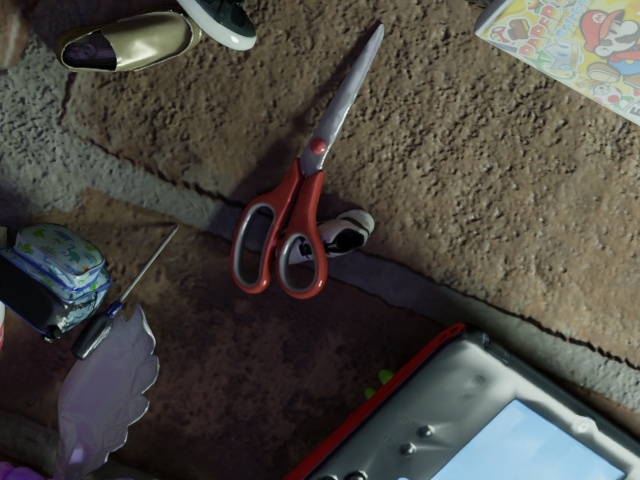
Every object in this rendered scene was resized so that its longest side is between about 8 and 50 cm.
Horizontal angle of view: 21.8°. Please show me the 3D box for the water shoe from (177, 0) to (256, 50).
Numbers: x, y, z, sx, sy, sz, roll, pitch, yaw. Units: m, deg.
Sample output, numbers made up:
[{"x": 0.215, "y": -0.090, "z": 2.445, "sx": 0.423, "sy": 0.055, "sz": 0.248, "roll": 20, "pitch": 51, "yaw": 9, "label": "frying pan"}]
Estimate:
[{"x": -0.113, "y": -0.267, "z": 1.542, "sx": 0.080, "sy": 0.073, "sz": 0.203, "roll": -36, "pitch": 108, "yaw": 15, "label": "water shoe"}]

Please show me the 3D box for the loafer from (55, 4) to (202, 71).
[{"x": -0.185, "y": -0.186, "z": 1.594, "sx": 0.148, "sy": 0.050, "sz": 0.056, "roll": -14, "pitch": 112, "yaw": 10, "label": "loafer"}]

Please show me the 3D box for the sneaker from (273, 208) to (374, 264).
[{"x": 0.000, "y": 0.000, "z": 1.669, "sx": 0.109, "sy": 0.043, "sz": 0.040, "roll": -20, "pitch": 113, "yaw": 14, "label": "sneaker"}]

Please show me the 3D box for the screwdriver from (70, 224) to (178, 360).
[{"x": -0.192, "y": 0.053, "z": 1.674, "sx": 0.170, "sy": 0.024, "sz": 0.025, "roll": -49, "pitch": 121, "yaw": -17, "label": "screwdriver"}]

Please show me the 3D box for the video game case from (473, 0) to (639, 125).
[{"x": 0.283, "y": -0.206, "z": 1.501, "sx": 0.206, "sy": 0.026, "sz": 0.227, "roll": 27, "pitch": 144, "yaw": -14, "label": "video game case"}]

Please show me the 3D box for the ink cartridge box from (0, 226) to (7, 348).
[{"x": -0.375, "y": 0.050, "z": 1.706, "sx": 0.099, "sy": 0.056, "sz": 0.135, "roll": 8, "pitch": 114, "yaw": 0, "label": "ink cartridge box"}]

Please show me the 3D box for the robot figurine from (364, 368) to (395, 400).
[{"x": 0.101, "y": 0.182, "z": 1.729, "sx": 0.115, "sy": 0.067, "sz": 0.101, "roll": 38, "pitch": 91, "yaw": -13, "label": "robot figurine"}]

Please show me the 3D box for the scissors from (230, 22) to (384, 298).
[{"x": -0.017, "y": -0.081, "z": 1.641, "sx": 0.109, "sy": 0.021, "sz": 0.297, "roll": 20, "pitch": 104, "yaw": 26, "label": "scissors"}]

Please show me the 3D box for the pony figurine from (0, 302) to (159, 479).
[{"x": -0.229, "y": 0.289, "z": 1.713, "sx": 0.351, "sy": 0.302, "sz": 0.363, "roll": -36, "pitch": 122, "yaw": 26, "label": "pony figurine"}]

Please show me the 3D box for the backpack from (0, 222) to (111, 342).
[{"x": -0.264, "y": 0.035, "z": 1.660, "sx": 0.105, "sy": 0.114, "sz": 0.084, "roll": 34, "pitch": 107, "yaw": 11, "label": "backpack"}]

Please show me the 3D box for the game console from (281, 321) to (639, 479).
[{"x": 0.159, "y": 0.286, "z": 1.726, "sx": 0.386, "sy": 0.060, "sz": 0.342, "roll": 35, "pitch": 113, "yaw": -29, "label": "game console"}]
